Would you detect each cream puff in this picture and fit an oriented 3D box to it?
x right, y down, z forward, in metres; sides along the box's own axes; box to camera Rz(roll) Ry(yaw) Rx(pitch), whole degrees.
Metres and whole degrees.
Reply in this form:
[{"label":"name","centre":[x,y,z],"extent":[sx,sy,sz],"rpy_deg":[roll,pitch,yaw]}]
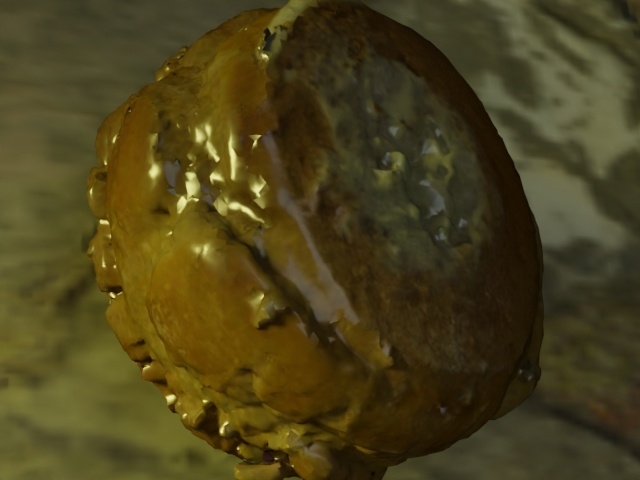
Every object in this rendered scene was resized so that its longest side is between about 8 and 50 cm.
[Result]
[{"label":"cream puff","centre":[-0.004,0.001,0.373],"extent":[0.126,0.103,0.144],"rpy_deg":[-5,73,-43]}]
